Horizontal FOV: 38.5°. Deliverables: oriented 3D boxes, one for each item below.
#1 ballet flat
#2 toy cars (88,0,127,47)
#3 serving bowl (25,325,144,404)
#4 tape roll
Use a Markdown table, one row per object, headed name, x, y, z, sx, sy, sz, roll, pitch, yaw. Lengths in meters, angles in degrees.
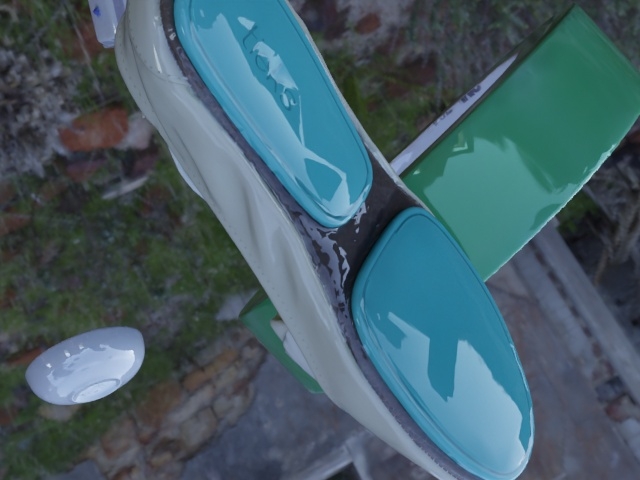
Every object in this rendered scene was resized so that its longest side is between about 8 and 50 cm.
| name | x | y | z | sx | sy | sz | roll | pitch | yaw |
| --- | --- | --- | --- | --- | --- | --- | --- | --- | --- |
| ballet flat | 0.000 | 0.000 | 0.366 | 0.086 | 0.248 | 0.086 | -28 | -163 | 10 |
| toy cars | -0.300 | -0.348 | 1.155 | 0.087 | 0.394 | 0.176 | -17 | 144 | -32 |
| serving bowl | -0.159 | 0.092 | 0.634 | 0.083 | 0.027 | 0.083 | -22 | 157 | -10 |
| tape roll | 0.081 | -0.029 | 0.657 | 0.321 | 0.077 | 0.321 | -43 | -178 | 2 |
